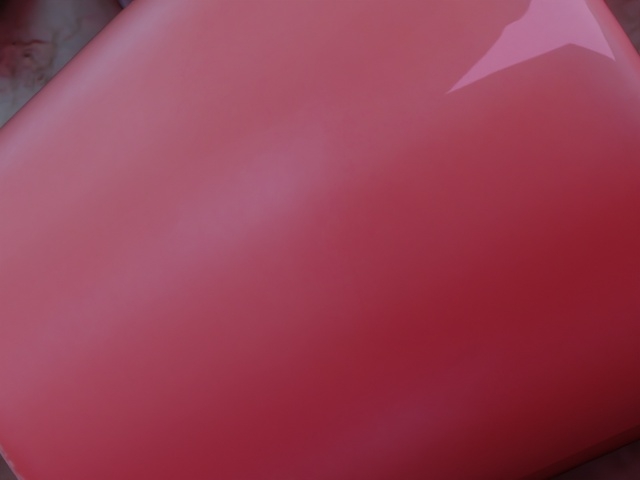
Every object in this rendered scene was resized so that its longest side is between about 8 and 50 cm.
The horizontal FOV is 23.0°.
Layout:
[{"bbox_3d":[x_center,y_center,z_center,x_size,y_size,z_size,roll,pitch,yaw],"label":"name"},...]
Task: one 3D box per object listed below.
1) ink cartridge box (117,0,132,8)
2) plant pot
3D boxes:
[{"bbox_3d":[-0.005,-0.265,0.705,0.306,0.226,0.131,-29,70,-3],"label":"ink cartridge box"},{"bbox_3d":[0.000,0.000,0.600,0.243,0.275,0.275,-33,69,4],"label":"plant pot"}]
